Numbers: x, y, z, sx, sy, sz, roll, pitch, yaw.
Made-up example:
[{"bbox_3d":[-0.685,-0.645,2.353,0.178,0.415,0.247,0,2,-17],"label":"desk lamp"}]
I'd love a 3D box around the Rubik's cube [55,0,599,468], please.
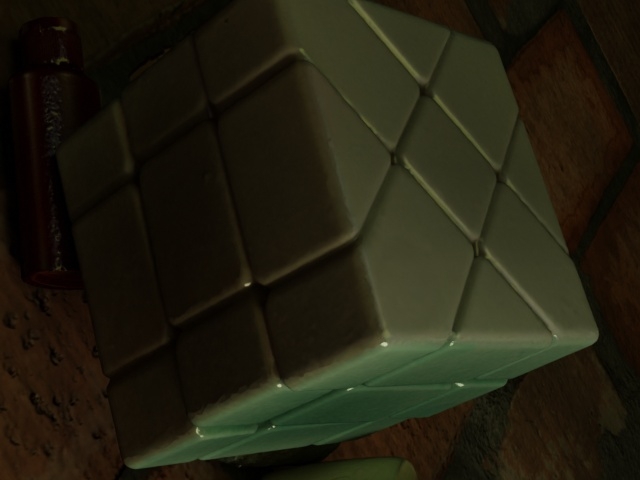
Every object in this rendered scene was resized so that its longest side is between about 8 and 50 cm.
[{"bbox_3d":[0.000,0.000,0.987,0.322,0.316,0.319,4,64,-47],"label":"Rubik's cube"}]

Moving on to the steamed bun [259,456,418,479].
[{"bbox_3d":[0.023,0.338,1.079,0.250,0.200,0.155,-82,152,-45],"label":"steamed bun"}]

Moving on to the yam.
[{"bbox_3d":[-0.050,0.185,1.153,0.183,0.107,0.107,14,64,-45],"label":"yam"}]

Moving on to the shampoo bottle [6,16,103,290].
[{"bbox_3d":[-0.250,-0.086,1.062,0.102,0.064,0.260,7,68,-48],"label":"shampoo bottle"}]
